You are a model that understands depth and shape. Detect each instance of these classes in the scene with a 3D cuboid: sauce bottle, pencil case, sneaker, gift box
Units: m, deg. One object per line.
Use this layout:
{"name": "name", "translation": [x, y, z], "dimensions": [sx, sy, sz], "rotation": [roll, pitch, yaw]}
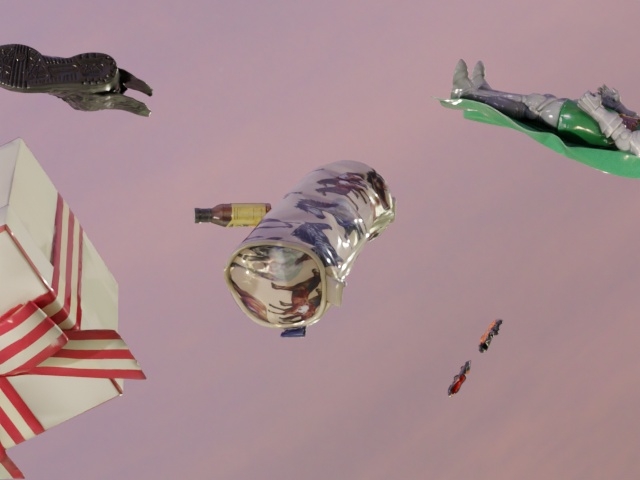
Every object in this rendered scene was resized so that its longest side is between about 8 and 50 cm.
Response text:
{"name": "sauce bottle", "translation": [-0.145, -0.042, 1.980], "dimensions": [0.128, 0.042, 0.042], "rotation": [-1, -36, -7]}
{"name": "pencil case", "translation": [0.000, 0.000, 1.913], "dimensions": [0.410, 0.183, 0.160], "rotation": [-50, -20, -61]}
{"name": "sneaker", "translation": [-0.266, -0.165, 1.268], "dimensions": [0.170, 0.051, 0.089], "rotation": [3, -16, -1]}
{"name": "gift box", "translation": [-0.336, 0.084, 1.244], "dimensions": [0.255, 0.258, 0.276], "rotation": [-30, -62, 8]}

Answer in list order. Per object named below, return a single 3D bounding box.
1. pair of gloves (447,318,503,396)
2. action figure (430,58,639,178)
{"name": "pair of gloves", "translation": [0.138, 0.105, 1.071], "dimensions": [0.083, 0.010, 0.074], "rotation": [-56, -6, -2]}
{"name": "action figure", "translation": [0.218, -0.091, 0.962], "dimensions": [0.137, 0.232, 0.063], "rotation": [-19, -53, -64]}
